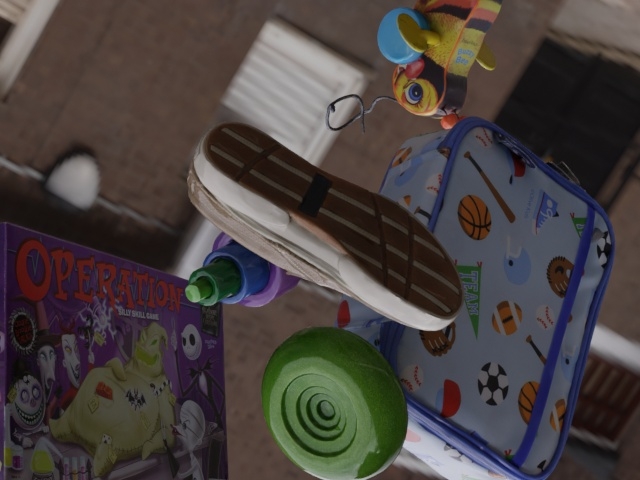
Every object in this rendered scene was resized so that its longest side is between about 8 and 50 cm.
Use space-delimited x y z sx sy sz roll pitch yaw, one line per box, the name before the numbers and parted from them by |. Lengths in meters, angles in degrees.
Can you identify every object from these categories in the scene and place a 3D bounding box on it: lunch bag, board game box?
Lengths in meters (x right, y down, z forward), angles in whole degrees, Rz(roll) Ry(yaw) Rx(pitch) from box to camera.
lunch bag | 0.146 0.052 1.245 0.243 0.303 0.115 35 152 -25
board game box | -0.183 0.119 1.225 0.056 0.208 0.347 -13 164 23

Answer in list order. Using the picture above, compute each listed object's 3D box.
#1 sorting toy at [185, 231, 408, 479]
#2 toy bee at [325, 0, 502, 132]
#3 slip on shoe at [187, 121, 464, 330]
sorting toy | -0.007 0.163 1.047 0.126 0.127 0.366 -27 -88 -55
toy bee | 0.154 -0.219 1.774 0.195 0.298 0.162 -17 -128 -36
slip on shoe | 0.000 0.000 0.623 0.135 0.041 0.051 30 -133 -2
